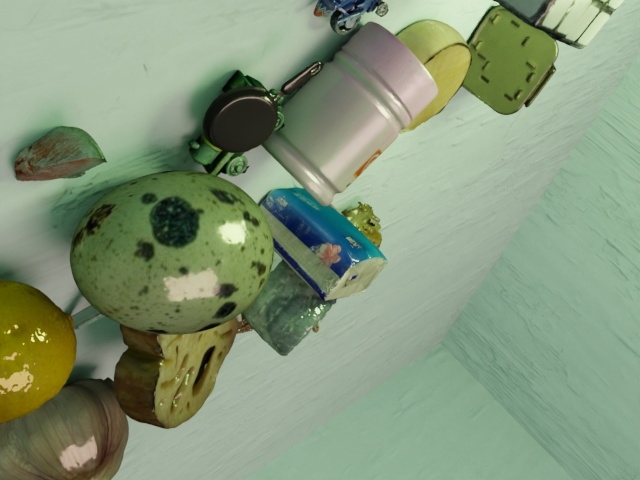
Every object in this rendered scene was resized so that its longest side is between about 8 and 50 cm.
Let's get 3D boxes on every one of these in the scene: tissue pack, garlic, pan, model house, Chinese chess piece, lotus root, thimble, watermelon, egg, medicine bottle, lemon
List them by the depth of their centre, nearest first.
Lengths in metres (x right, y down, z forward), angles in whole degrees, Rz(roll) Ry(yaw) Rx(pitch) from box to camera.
[{"bbox_3d":[-0.376,-0.121,1.150,0.180,0.081,0.094,-16,-161,35],"label":"watermelon"},{"bbox_3d":[-0.515,0.179,1.278,0.228,0.228,0.253,-52,159,20],"label":"lemon"},{"bbox_3d":[-0.092,-0.230,1.341,0.235,0.028,0.136,-35,144,1],"label":"pan"},{"bbox_3d":[-0.248,0.020,1.366,0.287,0.287,0.379,-52,156,21],"label":"egg"},{"bbox_3d":[0.050,-0.241,1.527,0.316,0.202,0.202,-44,159,3],"label":"medicine bottle"},{"bbox_3d":[-0.286,0.199,1.677,0.375,0.111,0.390,4,99,-65],"label":"lotus root"},{"bbox_3d":[-0.561,0.441,1.712,0.322,0.241,0.322,-36,138,-40],"label":"garlic"},{"bbox_3d":[0.213,-0.358,1.734,0.257,0.104,0.257,-37,157,-18],"label":"Chinese chess piece"},{"bbox_3d":[0.000,0.000,1.793,0.137,0.269,0.209,-54,156,23],"label":"tissue pack"},{"bbox_3d":[-0.073,0.145,1.859,0.205,0.172,0.250,-51,176,28],"label":"thimble"},{"bbox_3d":[0.497,-0.453,1.970,0.278,0.205,0.218,-24,153,-56],"label":"model house"}]

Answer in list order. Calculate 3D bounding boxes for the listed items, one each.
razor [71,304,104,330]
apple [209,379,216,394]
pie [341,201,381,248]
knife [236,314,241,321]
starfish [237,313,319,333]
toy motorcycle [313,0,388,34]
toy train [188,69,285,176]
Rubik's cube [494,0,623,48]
[{"bbox_3d":[-0.448,0.151,1.520,0.278,0.056,0.111,-35,161,24],"label":"razor"},{"bbox_3d":[-0.339,0.305,1.889,0.200,0.200,0.200,-37,158,-18],"label":"apple"},{"bbox_3d":[0.030,0.048,2.171,0.288,0.103,0.355,-15,147,-41],"label":"pie"},{"bbox_3d":[-0.201,0.048,1.613,0.032,0.244,0.058,-19,-171,11],"label":"knife"},{"bbox_3d":[-0.155,0.184,2.063,0.293,0.084,0.301,-18,143,-10],"label":"starfish"},{"bbox_3d":[0.080,-0.451,1.376,0.205,0.076,0.114,-46,150,12],"label":"toy motorcycle"},{"bbox_3d":[-0.156,-0.201,1.416,0.200,0.083,0.132,-50,147,15],"label":"toy train"},{"bbox_3d":[0.382,-0.567,1.326,0.337,0.344,0.344,-9,138,-55],"label":"Rubik's cube"}]
